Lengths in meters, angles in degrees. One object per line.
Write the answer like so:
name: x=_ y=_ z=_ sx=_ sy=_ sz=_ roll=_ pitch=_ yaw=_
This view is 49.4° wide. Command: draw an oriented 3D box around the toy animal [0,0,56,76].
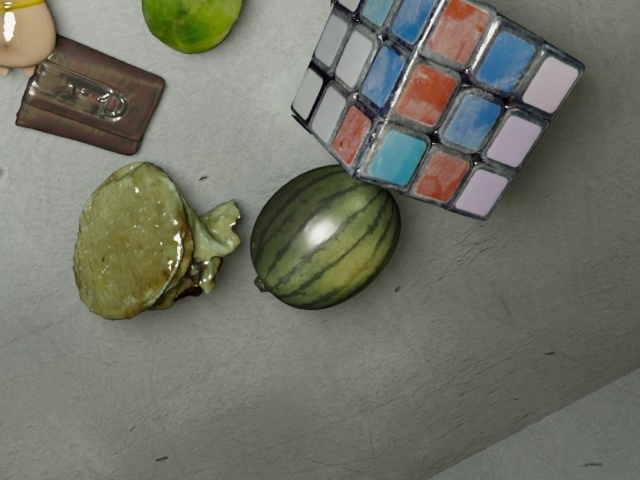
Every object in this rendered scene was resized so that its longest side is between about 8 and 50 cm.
toy animal: x=-0.501 y=-0.377 z=1.102 sx=0.165 sy=0.149 sz=0.248 roll=-16 pitch=137 yaw=-26

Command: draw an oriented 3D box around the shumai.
shumai: x=-0.319 y=0.021 z=1.441 sx=0.330 sy=0.292 sz=0.288 roll=-43 pitch=165 yaw=20

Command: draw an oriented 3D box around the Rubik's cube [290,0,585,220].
Rubik's cube: x=0.203 y=-0.292 z=1.307 sx=0.358 sy=0.363 sz=0.362 roll=14 pitch=113 yaw=-34

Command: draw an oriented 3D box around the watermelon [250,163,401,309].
watermelon: x=0.000 y=0.000 z=1.482 sx=0.359 sy=0.279 sz=0.279 roll=-41 pitch=128 yaw=6

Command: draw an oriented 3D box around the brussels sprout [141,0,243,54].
brussels sprout: x=-0.217 y=-0.414 z=1.189 sx=0.161 sy=0.144 sz=0.181 roll=28 pitch=87 yaw=-14

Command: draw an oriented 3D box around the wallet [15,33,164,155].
wallet: x=-0.419 y=-0.258 z=1.277 sx=0.229 sy=0.049 sz=0.182 roll=16 pitch=113 yaw=-32
